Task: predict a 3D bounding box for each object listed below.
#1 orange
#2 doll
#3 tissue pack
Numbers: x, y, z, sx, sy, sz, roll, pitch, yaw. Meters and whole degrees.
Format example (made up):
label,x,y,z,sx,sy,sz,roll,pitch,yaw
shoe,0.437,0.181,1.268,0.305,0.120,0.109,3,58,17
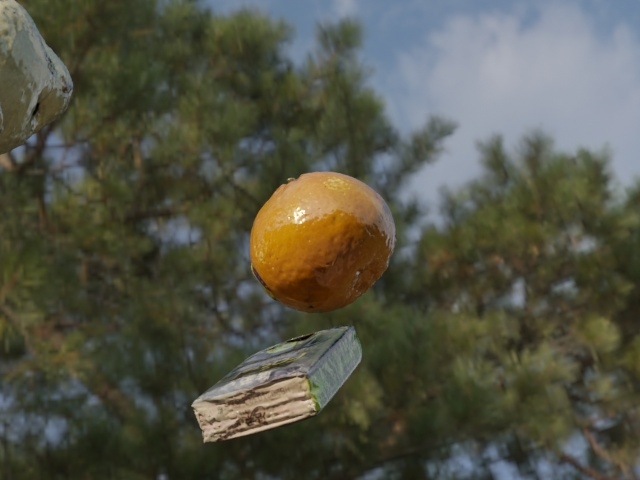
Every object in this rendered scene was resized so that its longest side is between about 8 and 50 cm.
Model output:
label,x,y,z,sx,sy,sz,roll,pitch,yaw
orange,0.001,0.002,1.893,0.219,0.193,0.219,-21,-30,-13
doll,-0.326,-0.111,1.193,0.149,0.175,0.278,3,-23,-38
tissue pack,-0.053,0.191,1.768,0.173,0.235,0.073,-18,-84,20
